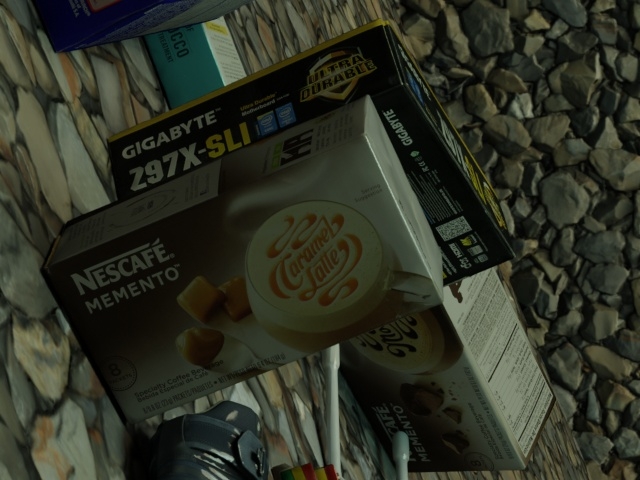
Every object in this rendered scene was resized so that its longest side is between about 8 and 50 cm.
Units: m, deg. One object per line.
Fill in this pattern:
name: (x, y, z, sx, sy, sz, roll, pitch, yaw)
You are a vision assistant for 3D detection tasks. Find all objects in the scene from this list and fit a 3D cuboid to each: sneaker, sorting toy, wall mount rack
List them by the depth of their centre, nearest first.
sneaker: (-0.053, 0.218, 1.443, 0.163, 0.086, 0.226, -94, 158, -49)
sorting toy: (0.005, 0.237, 1.578, 0.274, 0.046, 0.132, 126, -55, -83)
wall mount rack: (0.097, 0.264, 1.971, 0.304, 0.130, 0.350, 37, -13, 40)

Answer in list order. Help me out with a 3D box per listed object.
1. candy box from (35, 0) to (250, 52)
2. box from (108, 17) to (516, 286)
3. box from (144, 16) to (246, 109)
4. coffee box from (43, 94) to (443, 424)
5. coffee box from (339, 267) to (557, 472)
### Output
candy box: (-0.158, -0.318, 1.710, 0.268, 0.122, 0.317, 68, 23, -3)
box: (0.002, -0.034, 1.729, 0.322, 0.257, 0.079, 50, 22, -55)
box: (-0.133, -0.210, 1.914, 0.100, 0.060, 0.244, -2, 71, -77)
coffee box: (-0.051, 0.014, 1.418, 0.098, 0.246, 0.141, -84, 151, -68)
coffee box: (0.114, 0.105, 2.131, 0.297, 0.168, 0.119, 62, 39, -30)
